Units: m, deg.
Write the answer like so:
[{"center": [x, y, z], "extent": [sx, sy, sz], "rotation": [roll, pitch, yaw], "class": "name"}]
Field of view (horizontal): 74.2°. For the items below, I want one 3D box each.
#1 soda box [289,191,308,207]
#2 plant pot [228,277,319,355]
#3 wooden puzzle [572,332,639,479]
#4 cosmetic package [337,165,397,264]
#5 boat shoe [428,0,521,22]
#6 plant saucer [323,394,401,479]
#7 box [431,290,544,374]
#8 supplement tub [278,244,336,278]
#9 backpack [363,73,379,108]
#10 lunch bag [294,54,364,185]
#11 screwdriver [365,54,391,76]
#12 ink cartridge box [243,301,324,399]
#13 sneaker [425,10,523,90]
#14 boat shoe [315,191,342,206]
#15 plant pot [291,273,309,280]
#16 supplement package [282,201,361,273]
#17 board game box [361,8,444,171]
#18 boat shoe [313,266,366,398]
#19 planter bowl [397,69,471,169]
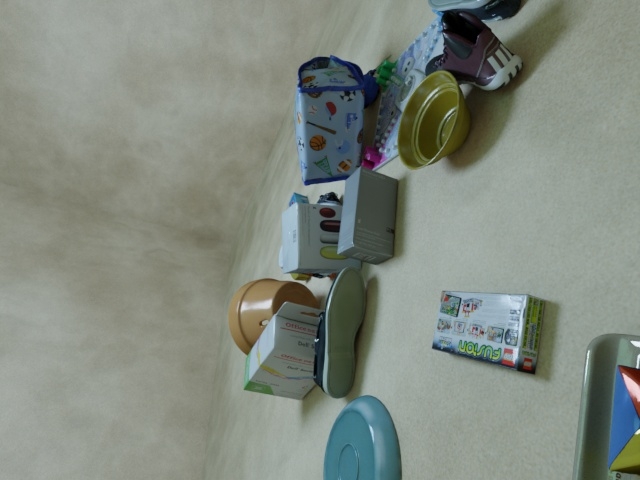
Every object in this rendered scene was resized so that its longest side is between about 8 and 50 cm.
[{"center": [-0.092, -0.136, 1.909], "extent": [0.210, 0.071, 0.067], "rotation": [-104, 36, -56], "class": "soda box"}, {"center": [-0.140, 0.259, 1.461], "extent": [0.203, 0.290, 0.291], "rotation": [-22, 52, 45], "class": "plant pot"}, {"center": [0.354, 0.246, 0.333], "extent": [0.347, 0.080, 0.323], "rotation": [167, 118, -68], "class": "wooden puzzle"}, {"center": [0.129, -0.067, 1.152], "extent": [0.107, 0.127, 0.238], "rotation": [145, 136, -62], "class": "cosmetic package"}, {"center": [0.348, -0.563, 0.985], "extent": [0.114, 0.091, 0.303], "rotation": [-53, 27, 24], "class": "boat shoe"}, {"center": [0.077, 0.514, 0.956], "extent": [0.317, 0.043, 0.318], "rotation": [-163, 90, -72], "class": "plant saucer"}, {"center": [0.272, 0.146, 0.713], "extent": [0.207, 0.036, 0.114], "rotation": [168, 116, -69], "class": "box"}, {"center": [-0.035, 0.059, 1.408], "extent": [0.117, 0.190, 0.117], "rotation": [-163, 90, -72], "class": "supplement tub"}, {"center": [0.150, -0.533, 1.512], "extent": [0.120, 0.101, 0.098], "rotation": [-12, 70, 64], "class": "backpack"}, {"center": [0.029, -0.419, 1.430], "extent": [0.386, 0.238, 0.328], "rotation": [-100, 9, -55], "class": "lunch bag"}, {"center": [0.211, -0.633, 1.553], "extent": [0.169, 0.024, 0.025], "rotation": [-9, 96, 62], "class": "screwdriver"}, {"center": [-0.083, 0.346, 1.284], "extent": [0.119, 0.206, 0.354], "rotation": [-92, 25, -45], "class": "ink cartridge box"}, {"center": [0.285, -0.411, 0.891], "extent": [0.106, 0.162, 0.281], "rotation": [-51, 29, 3], "class": "sneaker"}, {"center": [0.035, -0.143, 1.564], "extent": [0.228, 0.080, 0.076], "rotation": [-161, 86, -79], "class": "boat shoe"}, {"center": [-0.077, 0.112, 1.661], "extent": [0.081, 0.081, 0.084], "rotation": [135, 136, -54], "class": "plant pot"}, {"center": [0.000, 0.000, 1.285], "extent": [0.149, 0.202, 0.195], "rotation": [158, 112, -66], "class": "supplement package"}, {"center": [0.249, -0.441, 1.233], "extent": [0.390, 0.050, 0.391], "rotation": [154, 129, -65], "class": "board game box"}, {"center": [0.041, 0.241, 1.151], "extent": [0.113, 0.127, 0.341], "rotation": [-8, 76, 57], "class": "boat shoe"}, {"center": [0.270, -0.258, 0.950], "extent": [0.217, 0.090, 0.218], "rotation": [-171, 90, -67], "class": "planter bowl"}]
